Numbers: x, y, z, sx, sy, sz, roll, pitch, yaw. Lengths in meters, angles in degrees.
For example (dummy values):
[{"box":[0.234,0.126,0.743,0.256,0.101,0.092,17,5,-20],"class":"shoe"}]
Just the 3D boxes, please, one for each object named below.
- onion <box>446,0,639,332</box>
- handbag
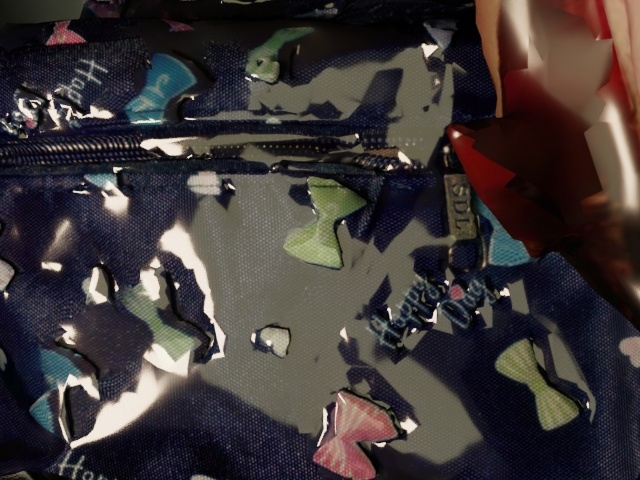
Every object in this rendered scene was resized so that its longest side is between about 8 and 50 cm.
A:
[{"box":[0.199,-0.048,0.319,0.341,0.341,0.341,0,91,10],"class":"onion"},{"box":[0.000,0.000,0.510,0.260,0.113,0.162,0,95,10],"class":"handbag"}]
